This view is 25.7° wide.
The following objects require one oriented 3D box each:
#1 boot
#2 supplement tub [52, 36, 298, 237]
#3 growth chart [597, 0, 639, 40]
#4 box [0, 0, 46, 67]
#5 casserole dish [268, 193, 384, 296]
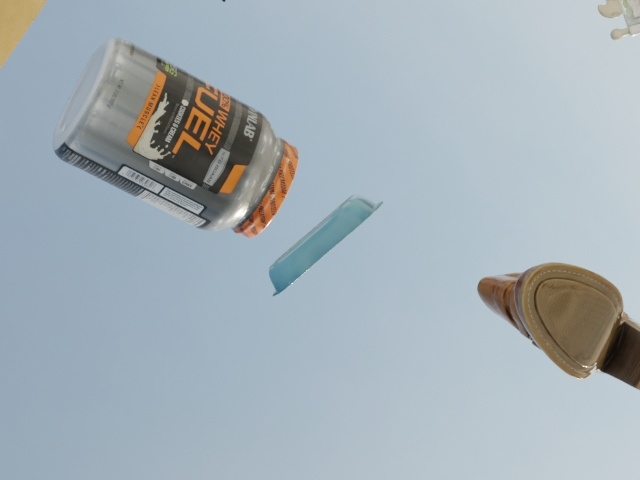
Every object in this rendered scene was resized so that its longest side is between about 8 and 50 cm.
[{"bbox_3d":[0.254,0.070,1.564,0.283,0.220,0.109,22,-85,-40],"label":"boot"},{"bbox_3d":[-0.202,-0.138,1.989,0.316,0.193,0.193,27,-134,-19],"label":"supplement tub"},{"bbox_3d":[0.440,-0.375,1.819,0.021,0.172,0.237,45,-138,-59],"label":"growth chart"},{"bbox_3d":[-0.365,-0.267,1.555,0.021,0.201,0.164,28,-105,10],"label":"box"},{"bbox_3d":[0.000,0.000,1.798,0.037,0.188,0.114,49,-169,-1],"label":"casserole dish"}]
